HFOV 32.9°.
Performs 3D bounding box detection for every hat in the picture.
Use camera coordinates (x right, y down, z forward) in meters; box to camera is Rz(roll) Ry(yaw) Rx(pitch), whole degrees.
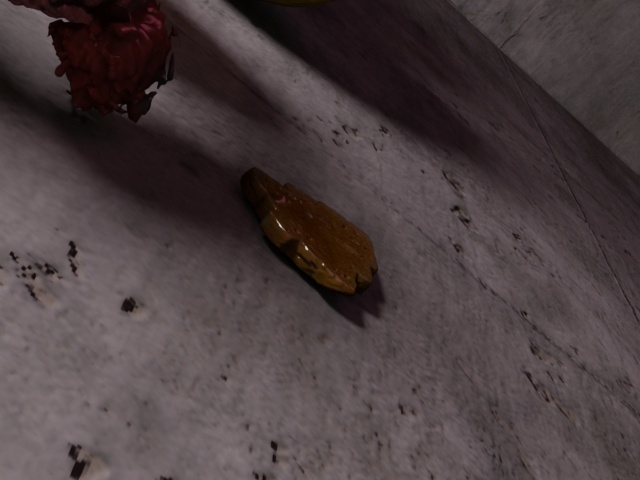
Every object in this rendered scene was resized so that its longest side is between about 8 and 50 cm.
[{"bbox_3d":[-0.125,-0.205,0.598,0.107,0.286,0.237,13,29,18],"label":"hat"}]

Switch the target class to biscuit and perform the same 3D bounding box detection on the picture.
[{"bbox_3d":[0.000,0.000,0.755,0.119,0.019,0.130,52,21,25],"label":"biscuit"}]

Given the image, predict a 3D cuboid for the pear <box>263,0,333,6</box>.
[{"bbox_3d":[-0.045,-0.399,1.130,0.314,0.314,0.314,38,19,-16],"label":"pear"}]
